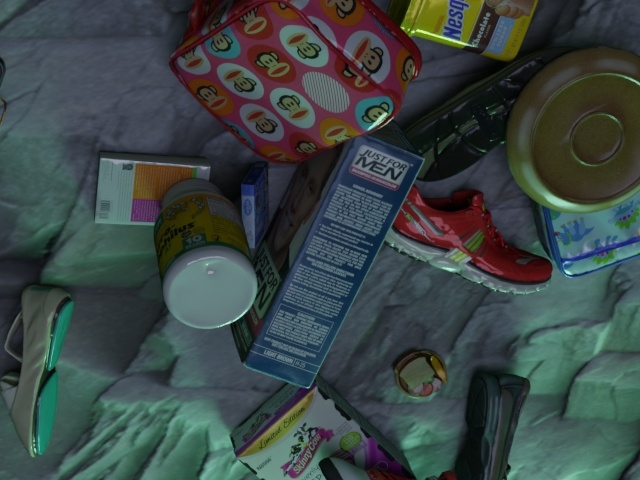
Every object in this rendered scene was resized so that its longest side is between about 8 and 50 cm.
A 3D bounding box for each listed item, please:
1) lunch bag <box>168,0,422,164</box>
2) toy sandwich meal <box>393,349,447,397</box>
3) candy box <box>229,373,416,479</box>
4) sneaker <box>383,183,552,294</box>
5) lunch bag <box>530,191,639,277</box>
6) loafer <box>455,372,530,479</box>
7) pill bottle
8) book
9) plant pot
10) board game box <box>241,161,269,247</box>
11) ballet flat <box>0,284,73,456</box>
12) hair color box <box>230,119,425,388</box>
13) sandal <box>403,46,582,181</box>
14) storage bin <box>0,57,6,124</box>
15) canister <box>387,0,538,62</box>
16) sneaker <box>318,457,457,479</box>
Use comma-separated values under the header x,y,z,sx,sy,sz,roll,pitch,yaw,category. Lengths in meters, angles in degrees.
x,y,z,sx,sy,sz,roll,pitch,yaw,category
-0.050,-0.226,1.770,0.258,0.293,0.120,41,59,-23,lunch bag
0.147,0.196,2.122,0.086,0.029,0.085,-5,113,-11,toy sandwich meal
0.005,0.315,2.116,0.159,0.071,0.233,-43,114,6,candy box
0.211,-0.008,2.015,0.279,0.107,0.118,19,101,-20,sneaker
0.411,-0.051,2.049,0.219,0.090,0.176,-16,117,-5,lunch bag
0.259,0.323,2.168,0.084,0.096,0.267,0,110,-19,loafer
-0.150,0.009,1.849,0.118,0.208,0.117,-5,123,-8,pill bottle
-0.223,-0.065,1.930,0.144,0.035,0.096,3,115,-14,book
0.362,-0.139,1.932,0.236,0.032,0.236,-5,115,-10,plant pot
-0.086,-0.048,1.936,0.020,0.090,0.090,5,113,9,board game box
-0.391,0.172,1.974,0.086,0.086,0.248,8,108,-16,ballet flat
0.000,0.000,1.929,0.105,0.174,0.347,22,105,-18,hair color box
0.236,-0.182,1.960,0.303,0.086,0.120,-22,118,9,sandal
-0.440,-0.163,1.809,0.098,0.091,0.135,18,108,-19,storage bin
0.188,-0.310,1.899,0.170,0.073,0.126,13,109,-19,canister
0.120,0.360,2.076,0.145,0.090,0.270,-39,120,2,sneaker
